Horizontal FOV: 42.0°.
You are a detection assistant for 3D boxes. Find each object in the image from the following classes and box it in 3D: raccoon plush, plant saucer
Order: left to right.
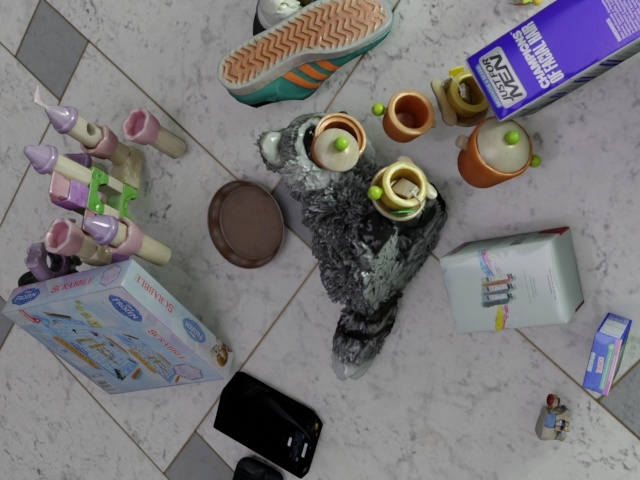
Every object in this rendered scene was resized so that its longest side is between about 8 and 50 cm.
[{"bbox_3d":[-0.134,-0.031,1.548,0.168,0.029,0.168,7,105,28],"label":"plant saucer"},{"bbox_3d":[0.000,0.000,1.394,0.299,0.216,0.446,36,116,26],"label":"raccoon plush"}]

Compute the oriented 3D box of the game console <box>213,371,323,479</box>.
[{"bbox_3d":[-0.131,0.452,1.650,0.213,0.044,0.361,25,112,23],"label":"game console"}]

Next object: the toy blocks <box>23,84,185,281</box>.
[{"bbox_3d":[-0.451,-0.095,1.519,0.309,0.260,0.288,-9,66,31],"label":"toy blocks"}]

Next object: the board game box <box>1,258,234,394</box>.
[{"bbox_3d":[-0.385,0.179,1.606,0.318,0.066,0.318,-12,136,30],"label":"board game box"}]

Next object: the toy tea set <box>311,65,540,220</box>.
[{"bbox_3d":[0.154,-0.145,1.196,0.200,0.336,0.124,66,160,9],"label":"toy tea set"}]

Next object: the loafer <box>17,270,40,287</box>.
[{"bbox_3d":[-0.571,0.162,1.813,0.220,0.080,0.078,52,152,8],"label":"loafer"}]

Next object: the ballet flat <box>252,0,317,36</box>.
[{"bbox_3d":[-0.042,-0.422,1.370,0.095,0.096,0.280,47,119,10],"label":"ballet flat"}]

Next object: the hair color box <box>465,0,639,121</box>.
[{"bbox_3d":[0.383,-0.291,1.119,0.339,0.185,0.110,-32,85,30],"label":"hair color box"}]

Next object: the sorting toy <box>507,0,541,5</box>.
[{"bbox_3d":[0.302,-0.374,1.207,0.045,0.075,0.083,34,115,18],"label":"sorting toy"}]

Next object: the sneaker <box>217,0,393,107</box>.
[{"bbox_3d":[-0.016,-0.309,1.389,0.302,0.121,0.108,-19,70,13],"label":"sneaker"}]

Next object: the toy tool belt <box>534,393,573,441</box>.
[{"bbox_3d":[0.379,0.285,1.336,0.051,0.052,0.083,10,112,-6],"label":"toy tool belt"}]

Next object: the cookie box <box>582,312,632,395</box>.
[{"bbox_3d":[0.428,0.168,1.243,0.040,0.107,0.091,16,109,25],"label":"cookie box"}]

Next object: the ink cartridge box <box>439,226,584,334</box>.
[{"bbox_3d":[0.293,0.061,1.280,0.176,0.128,0.127,-9,97,31],"label":"ink cartridge box"}]
